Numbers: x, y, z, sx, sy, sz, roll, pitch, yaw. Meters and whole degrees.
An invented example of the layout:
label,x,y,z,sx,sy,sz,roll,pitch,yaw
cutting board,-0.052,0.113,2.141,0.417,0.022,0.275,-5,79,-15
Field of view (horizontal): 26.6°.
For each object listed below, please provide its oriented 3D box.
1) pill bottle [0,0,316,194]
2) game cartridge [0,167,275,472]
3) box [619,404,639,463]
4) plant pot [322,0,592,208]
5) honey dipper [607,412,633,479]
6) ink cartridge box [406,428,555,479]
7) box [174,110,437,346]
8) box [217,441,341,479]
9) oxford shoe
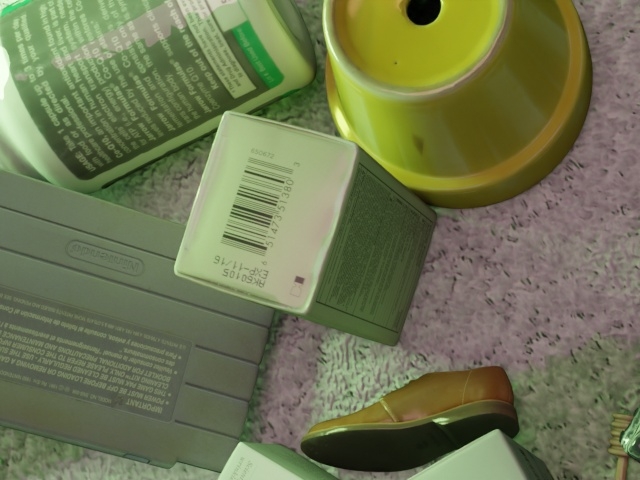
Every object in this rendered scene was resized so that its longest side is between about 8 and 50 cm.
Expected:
label,x,y,z,sx,sy,sz,roll,pitch,yaw
pill bottle,-0.203,-0.171,1.338,0.361,0.204,0.204,-25,74,10
game cartridge,-0.225,0.075,1.279,0.355,0.068,0.230,18,85,-17
box,0.556,0.070,1.026,0.480,0.297,0.472,28,90,19
plant pot,0.113,-0.174,1.229,0.254,0.239,0.254,-3,80,15
honey dipper,0.270,0.237,1.222,0.030,0.030,0.161,6,84,17
ink cartridge box,0.152,0.260,1.167,0.127,0.176,0.128,-33,63,10
box,0.000,0.000,1.192,0.121,0.311,0.148,16,85,18
box,-0.026,0.306,1.248,0.182,0.119,0.181,29,89,19
oxford shoe,0.083,0.167,1.278,0.212,0.076,0.076,-14,47,16
